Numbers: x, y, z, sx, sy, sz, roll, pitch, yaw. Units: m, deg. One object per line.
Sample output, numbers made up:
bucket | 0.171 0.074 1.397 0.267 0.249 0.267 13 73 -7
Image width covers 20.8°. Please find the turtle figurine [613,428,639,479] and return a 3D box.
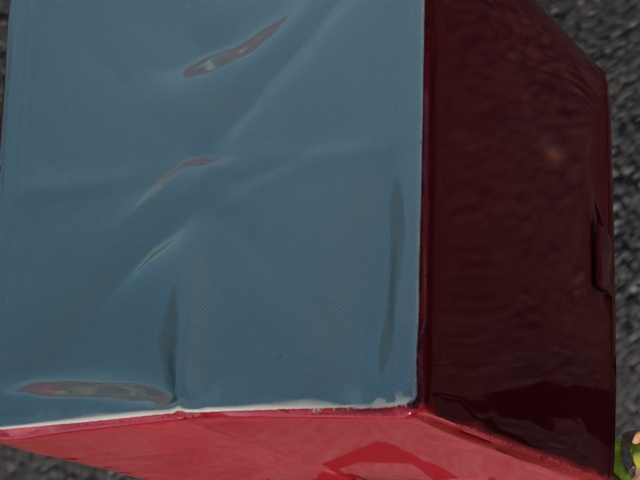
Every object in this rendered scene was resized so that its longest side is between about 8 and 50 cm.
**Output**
turtle figurine | 0.215 0.096 0.888 0.269 0.217 0.087 -24 82 29

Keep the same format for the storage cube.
storage cube | 0.000 0.000 0.689 0.184 0.193 0.215 -5 73 27
